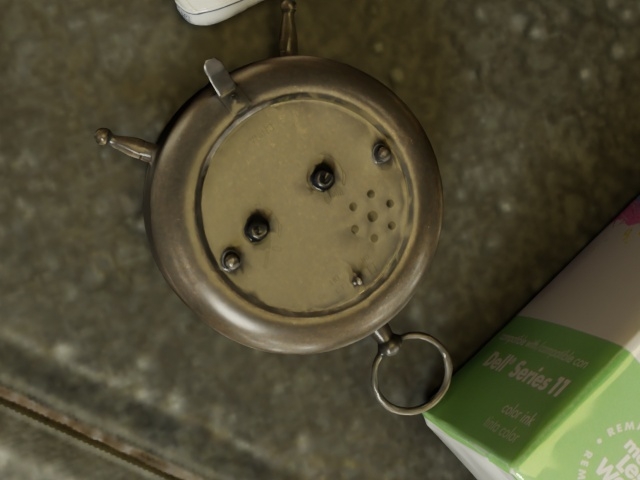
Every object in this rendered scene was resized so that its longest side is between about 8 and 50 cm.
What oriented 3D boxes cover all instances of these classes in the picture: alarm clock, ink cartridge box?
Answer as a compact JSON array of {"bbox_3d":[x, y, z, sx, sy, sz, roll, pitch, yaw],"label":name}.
[{"bbox_3d":[0.000,0.000,0.507,0.129,0.064,0.192,-37,104,-9],"label":"alarm clock"},{"bbox_3d":[0.251,0.040,0.535,0.353,0.119,0.207,-44,101,-8],"label":"ink cartridge box"}]

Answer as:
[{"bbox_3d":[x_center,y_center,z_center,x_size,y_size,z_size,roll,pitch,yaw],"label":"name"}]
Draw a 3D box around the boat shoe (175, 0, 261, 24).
[{"bbox_3d":[-0.021,-0.132,0.500,0.100,0.035,0.035,-27,63,-7],"label":"boat shoe"}]
